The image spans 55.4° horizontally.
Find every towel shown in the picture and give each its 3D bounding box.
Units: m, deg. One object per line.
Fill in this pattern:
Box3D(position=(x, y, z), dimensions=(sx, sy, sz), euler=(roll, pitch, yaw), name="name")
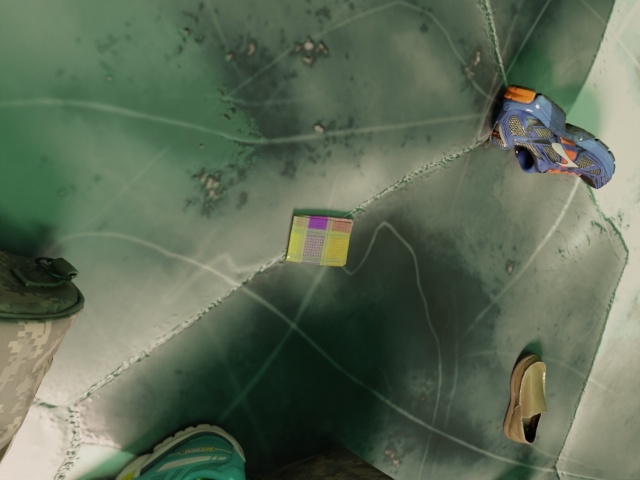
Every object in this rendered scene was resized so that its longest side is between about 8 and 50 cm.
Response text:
Box3D(position=(0.000, 0.000, 0.725), dimensions=(0.083, 0.009, 0.060), euler=(4, 103, -28), name="towel")

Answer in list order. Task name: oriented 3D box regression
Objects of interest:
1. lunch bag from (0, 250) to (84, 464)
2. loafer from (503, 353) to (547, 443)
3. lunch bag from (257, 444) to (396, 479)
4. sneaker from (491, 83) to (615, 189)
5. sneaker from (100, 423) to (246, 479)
Box3D(position=(-0.349, 0.134, 0.463), dimensions=(0.256, 0.212, 0.305), euler=(21, 97, -48), name="lunch bag")
Box3D(position=(0.326, 0.248, 0.944), dimensions=(0.056, 0.050, 0.148), euler=(-2, 105, -28), name="loafer")
Box3D(position=(-0.041, 0.364, 0.661), dimensions=(0.286, 0.235, 0.169), euler=(-15, 89, -19), name="lunch bag")
Box3D(position=(0.310, -0.124, 0.826), dimensions=(0.221, 0.083, 0.087), euler=(27, 104, -26), name="sneaker")
Box3D(position=(-0.200, 0.305, 0.646), dimensions=(0.275, 0.110, 0.107), euler=(-37, 118, -14), name="sneaker")
